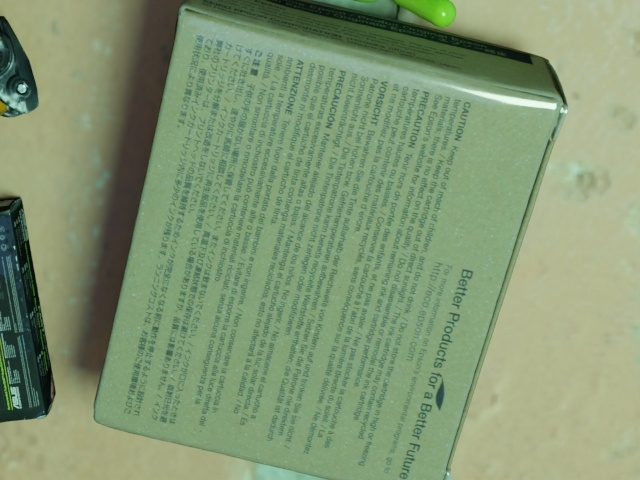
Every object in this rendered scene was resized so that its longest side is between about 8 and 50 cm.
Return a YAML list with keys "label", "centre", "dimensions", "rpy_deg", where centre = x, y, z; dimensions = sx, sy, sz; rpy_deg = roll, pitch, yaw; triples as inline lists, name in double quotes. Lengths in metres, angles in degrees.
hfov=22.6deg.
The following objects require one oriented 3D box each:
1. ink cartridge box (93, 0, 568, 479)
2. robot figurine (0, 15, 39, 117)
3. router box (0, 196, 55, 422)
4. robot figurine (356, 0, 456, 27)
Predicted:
- label: "ink cartridge box"
  centre: [0.000, 0.000, 0.834]
  dimensions: [0.193, 0.088, 0.235]
  rpy_deg: [14, 112, -3]
- label: "robot figurine"
  centre: [-0.283, -0.097, 0.789]
  dimensions: [0.291, 0.085, 0.211]
  rpy_deg: [42, 69, -22]
- label: "router box"
  centre: [-0.202, 0.042, 0.885]
  dimensions: [0.092, 0.038, 0.122]
  rpy_deg: [-6, 104, 2]
- label: "robot figurine"
  centre: [0.047, -0.160, 0.814]
  dimensions: [0.115, 0.067, 0.101]
  rpy_deg: [-14, 136, 3]
